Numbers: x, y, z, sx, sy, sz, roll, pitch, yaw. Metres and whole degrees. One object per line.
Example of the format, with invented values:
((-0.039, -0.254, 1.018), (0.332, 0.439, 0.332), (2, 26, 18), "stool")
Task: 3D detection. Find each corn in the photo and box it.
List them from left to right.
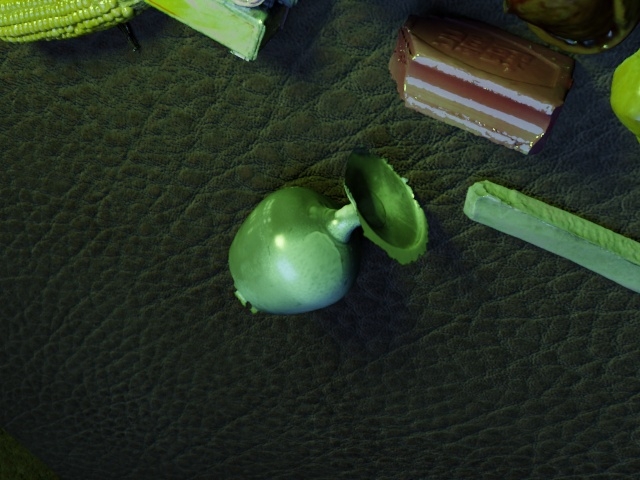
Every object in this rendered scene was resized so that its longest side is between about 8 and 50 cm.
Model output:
((-0.429, -0.399, 1.297), (0.346, 0.130, 0.130), (0, 128, 26), "corn")

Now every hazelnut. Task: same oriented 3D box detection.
((0.309, -0.317, 0.955), (0.160, 0.170, 0.202), (-32, 119, -5), "hazelnut")

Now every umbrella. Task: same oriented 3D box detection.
((-0.340, -0.365, 1.354), (0.020, 0.031, 0.083), (-23, 123, 3), "umbrella")

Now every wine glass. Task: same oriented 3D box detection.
((0.000, 0.000, 1.359), (0.238, 0.238, 0.323), (45, 129, -15), "wine glass")

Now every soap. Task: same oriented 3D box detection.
((0.216, -0.225, 1.092), (0.250, 0.162, 0.099), (22, 135, 7), "soap")

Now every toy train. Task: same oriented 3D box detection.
((-0.152, -0.394, 1.153), (0.260, 0.134, 0.177), (29, 136, 1), "toy train")

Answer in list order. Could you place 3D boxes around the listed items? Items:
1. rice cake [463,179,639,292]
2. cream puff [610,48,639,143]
((0.406, -0.005, 1.265), (0.365, 0.056, 0.073), (23, 140, 7), "rice cake")
((0.519, -0.206, 0.928), (0.323, 0.270, 0.274), (14, 169, 3), "cream puff")
